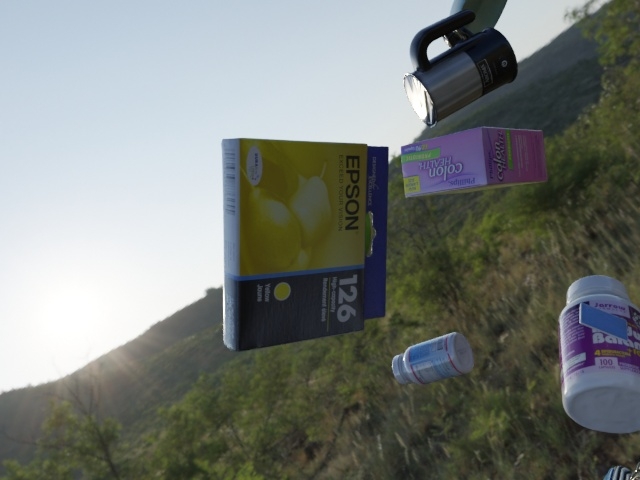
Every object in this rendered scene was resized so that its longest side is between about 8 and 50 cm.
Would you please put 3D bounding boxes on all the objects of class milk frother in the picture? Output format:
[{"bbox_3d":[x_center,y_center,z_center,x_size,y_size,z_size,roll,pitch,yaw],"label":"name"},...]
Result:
[{"bbox_3d":[0.180,-0.249,0.802,0.135,0.129,0.143,-29,9,-4],"label":"milk frother"}]

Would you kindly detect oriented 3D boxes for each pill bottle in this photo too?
[{"bbox_3d":[0.573,0.216,1.125,0.169,0.169,0.301,-44,16,41],"label":"pill bottle"},{"bbox_3d":[0.236,0.257,1.182,0.160,0.087,0.087,-27,6,36],"label":"pill bottle"}]

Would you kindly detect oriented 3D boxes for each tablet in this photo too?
[{"bbox_3d":[0.495,0.143,0.972,0.054,0.083,0.006,-59,-11,-46],"label":"tablet"}]

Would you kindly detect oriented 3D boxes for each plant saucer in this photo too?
[{"bbox_3d":[0.257,-0.390,0.917,0.195,0.037,0.195,-44,-26,-27],"label":"plant saucer"}]

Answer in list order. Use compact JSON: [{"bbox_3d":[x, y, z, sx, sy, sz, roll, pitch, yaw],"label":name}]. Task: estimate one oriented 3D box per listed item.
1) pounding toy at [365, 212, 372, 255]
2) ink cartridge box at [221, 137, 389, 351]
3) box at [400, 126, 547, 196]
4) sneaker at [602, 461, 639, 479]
[{"bbox_3d":[0.032,-0.058,1.373,0.110,0.236,0.183,-9,-7,-23],"label":"pounding toy"},{"bbox_3d":[0.000,0.000,0.858,0.307,0.303,0.072,-4,9,-30],"label":"ink cartridge box"},{"bbox_3d":[0.340,-0.171,1.235,0.243,0.117,0.214,-8,2,-40],"label":"box"},{"bbox_3d":[0.649,0.504,1.060,0.125,0.140,0.341,-56,-20,-10],"label":"sneaker"}]
